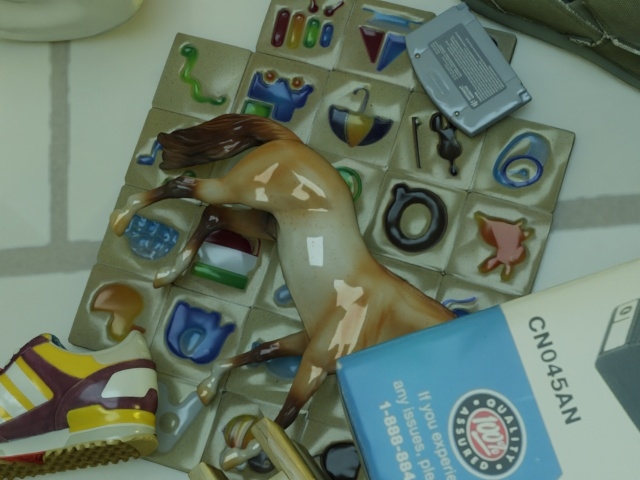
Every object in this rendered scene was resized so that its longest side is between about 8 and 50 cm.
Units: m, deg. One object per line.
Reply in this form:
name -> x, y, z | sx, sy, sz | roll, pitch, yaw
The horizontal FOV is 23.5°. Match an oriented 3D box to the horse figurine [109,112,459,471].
horse figurine -> -0.022, 0.018, 0.968 | 0.174, 0.066, 0.263 | -28, 75, 7

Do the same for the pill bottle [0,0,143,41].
pill bottle -> -0.195, -0.311, 1.040 | 0.176, 0.176, 0.319 | 0, 75, 10

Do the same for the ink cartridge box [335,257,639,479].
ink cartridge box -> 0.237, 0.144, 0.826 | 0.395, 0.166, 0.285 | -19, 76, -2

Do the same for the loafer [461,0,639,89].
loafer -> 0.198, -0.155, 0.976 | 0.251, 0.087, 0.094 | 18, 79, 14

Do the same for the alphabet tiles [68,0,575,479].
alphabet tiles -> 0.000, 0.000, 1.009 | 0.285, 0.011, 0.343 | 15, 78, 13

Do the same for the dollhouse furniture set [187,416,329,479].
dollhouse furniture set -> -0.050, 0.237, 0.831 | 0.212, 0.242, 0.161 | -36, 72, -1

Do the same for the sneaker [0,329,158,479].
sneaker -> -0.192, 0.105, 0.983 | 0.185, 0.069, 0.084 | -7, 68, 9

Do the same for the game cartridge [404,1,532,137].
game cartridge -> 0.093, -0.111, 1.009 | 0.056, 0.017, 0.083 | -30, 72, -3
